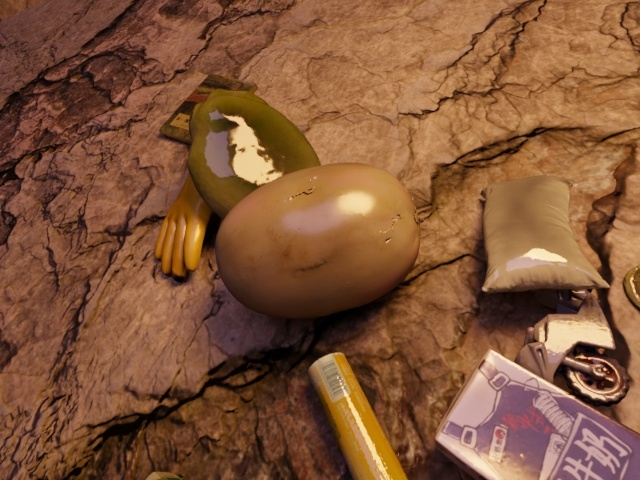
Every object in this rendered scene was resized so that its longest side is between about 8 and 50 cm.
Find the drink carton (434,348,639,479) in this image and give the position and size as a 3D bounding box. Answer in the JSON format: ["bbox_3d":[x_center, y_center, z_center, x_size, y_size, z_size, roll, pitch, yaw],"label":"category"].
[{"bbox_3d":[0.258,0.248,0.472,0.222,0.102,0.134,29,72,31],"label":"drink carton"}]

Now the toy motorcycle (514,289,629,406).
[{"bbox_3d":[0.321,0.115,0.557,0.122,0.080,0.216,-2,46,16],"label":"toy motorcycle"}]

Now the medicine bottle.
[{"bbox_3d":[0.052,0.256,0.541,0.073,0.074,0.218,-27,53,-3],"label":"medicine bottle"}]

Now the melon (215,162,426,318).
[{"bbox_3d":[0.000,0.000,0.628,0.316,0.223,0.223,-15,55,7],"label":"melon"}]

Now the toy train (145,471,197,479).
[{"bbox_3d":[-0.138,0.358,0.494,0.193,0.125,0.081,20,69,27],"label":"toy train"}]

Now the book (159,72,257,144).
[{"bbox_3d":[-0.283,-0.334,1.049,0.160,0.024,0.228,21,65,24],"label":"book"}]

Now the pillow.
[{"bbox_3d":[0.313,-0.015,0.607,0.144,0.078,0.254,3,39,19],"label":"pillow"}]

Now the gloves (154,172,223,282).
[{"bbox_3d":[-0.245,-0.058,0.828,0.132,0.116,0.295,-7,61,45],"label":"gloves"}]

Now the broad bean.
[{"bbox_3d":[-0.126,-0.145,0.765,0.291,0.119,0.238,48,64,-5],"label":"broad bean"}]

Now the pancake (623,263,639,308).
[{"bbox_3d":[0.487,0.070,0.573,0.107,0.017,0.108,-7,60,12],"label":"pancake"}]
